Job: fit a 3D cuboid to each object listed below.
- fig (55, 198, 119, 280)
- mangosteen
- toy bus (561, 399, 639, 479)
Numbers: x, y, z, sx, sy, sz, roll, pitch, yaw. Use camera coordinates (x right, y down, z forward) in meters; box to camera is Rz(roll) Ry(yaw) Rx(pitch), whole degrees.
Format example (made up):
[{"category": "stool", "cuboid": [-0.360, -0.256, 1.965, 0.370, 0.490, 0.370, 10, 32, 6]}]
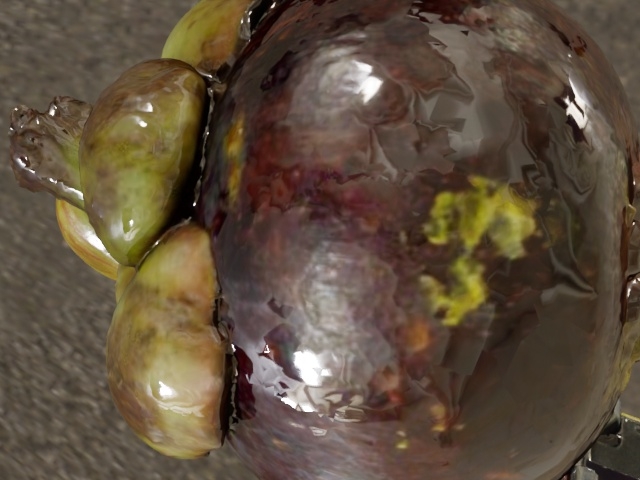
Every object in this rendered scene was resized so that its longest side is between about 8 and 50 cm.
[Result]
[{"category": "fig", "cuboid": [-0.178, -0.014, 1.779, 0.148, 0.186, 0.142, -30, 135, -7]}, {"category": "mangosteen", "cuboid": [0.001, -0.002, 0.605, 0.217, 0.192, 0.192, 6, 99, 10]}, {"category": "toy bus", "cuboid": [0.234, 0.215, 1.247, 0.330, 0.152, 0.144, 22, 56, -20]}]
